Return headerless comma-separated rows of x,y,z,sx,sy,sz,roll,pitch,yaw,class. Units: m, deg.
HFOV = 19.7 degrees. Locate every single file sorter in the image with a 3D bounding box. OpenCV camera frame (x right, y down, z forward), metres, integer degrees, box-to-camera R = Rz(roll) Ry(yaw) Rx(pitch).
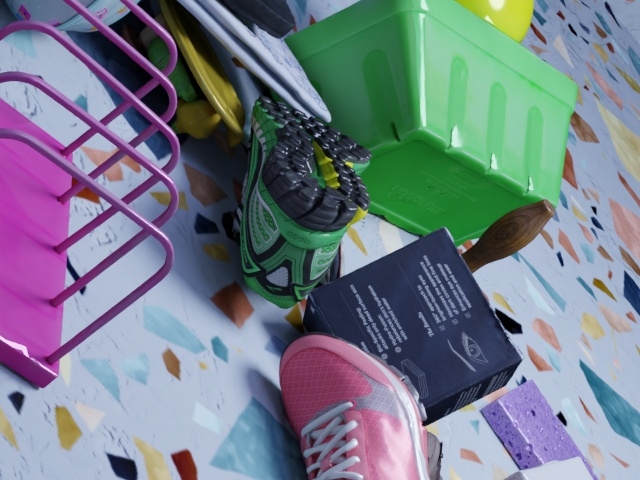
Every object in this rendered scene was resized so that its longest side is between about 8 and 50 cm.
-0.229,-0.078,1.464,0.202,0.182,0.291,38,28,-31,file sorter

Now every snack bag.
-0.140,-0.299,1.970,0.323,0.037,0.342,40,13,-51,snack bag

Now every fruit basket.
0.131,-0.219,2.177,0.392,0.283,0.392,33,45,-42,fruit basket

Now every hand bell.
0.143,0.031,1.915,0.126,0.242,0.126,40,28,-26,hand bell

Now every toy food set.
-0.150,-0.181,1.894,0.218,0.071,0.128,64,10,24,toy food set

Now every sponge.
0.269,0.261,2.092,0.210,0.031,0.117,57,24,7,sponge

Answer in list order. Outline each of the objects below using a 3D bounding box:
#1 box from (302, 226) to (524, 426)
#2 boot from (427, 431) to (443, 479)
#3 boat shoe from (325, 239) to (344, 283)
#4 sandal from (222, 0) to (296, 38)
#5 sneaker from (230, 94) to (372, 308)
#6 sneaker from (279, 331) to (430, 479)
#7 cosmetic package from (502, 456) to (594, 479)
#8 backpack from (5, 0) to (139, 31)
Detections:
0.088,0.097,1.808,0.156,0.158,0.093,61,-15,16,box
0.094,0.239,1.787,0.087,0.042,0.118,58,45,-56,boot
0.000,0.000,1.947,0.043,0.049,0.137,-2,48,-10,boat shoe
-0.087,-0.314,1.808,0.168,0.107,0.446,57,7,15,sandal
-0.038,-0.044,1.849,0.134,0.146,0.343,28,18,-7,sneaker
0.038,0.215,1.634,0.136,0.116,0.314,6,51,-57,sneaker
0.206,0.323,1.743,0.151,0.151,0.184,2,55,-61,cosmetic package
-0.248,-0.290,1.732,0.188,0.166,0.144,54,20,4,backpack
